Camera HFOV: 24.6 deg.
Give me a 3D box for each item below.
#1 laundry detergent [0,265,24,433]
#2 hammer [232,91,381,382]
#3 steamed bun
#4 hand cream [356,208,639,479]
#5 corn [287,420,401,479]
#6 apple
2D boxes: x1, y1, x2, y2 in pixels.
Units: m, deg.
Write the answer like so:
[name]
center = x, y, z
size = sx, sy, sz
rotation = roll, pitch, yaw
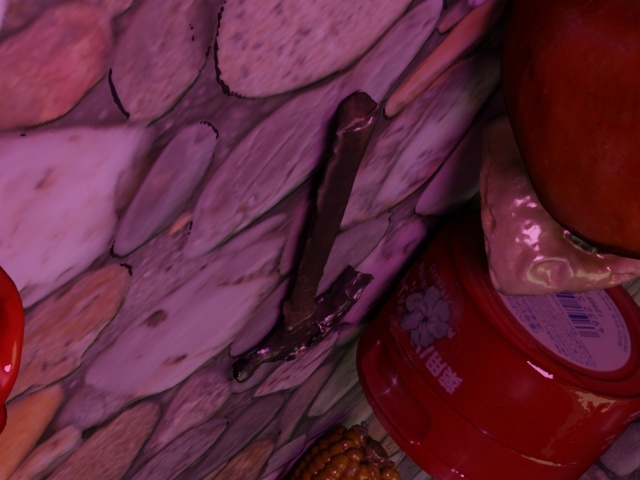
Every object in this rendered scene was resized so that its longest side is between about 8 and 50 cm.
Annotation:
[laundry detergent]
center = -0.176, 0.060, 0.694
size = 0.097, 0.049, 0.165
rotation = -45, 165, -13
[hammer]
center = 0.000, 0.001, 0.979
size = 0.125, 0.027, 0.297
rotation = -35, 159, -25
[steamed bun]
center = 0.209, -0.033, 1.086
size = 0.155, 0.140, 0.172
rotation = -4, -178, 22
[hand cream]
center = 0.157, 0.094, 1.206
size = 0.230, 0.230, 0.149
rotation = -17, 150, -55
[corn]
center = -0.044, 0.313, 1.444
size = 0.313, 0.102, 0.102
rotation = -48, 162, 11
[apple]
center = 0.223, -0.094, 0.924
size = 0.230, 0.230, 0.230
rotation = -40, 161, -16
